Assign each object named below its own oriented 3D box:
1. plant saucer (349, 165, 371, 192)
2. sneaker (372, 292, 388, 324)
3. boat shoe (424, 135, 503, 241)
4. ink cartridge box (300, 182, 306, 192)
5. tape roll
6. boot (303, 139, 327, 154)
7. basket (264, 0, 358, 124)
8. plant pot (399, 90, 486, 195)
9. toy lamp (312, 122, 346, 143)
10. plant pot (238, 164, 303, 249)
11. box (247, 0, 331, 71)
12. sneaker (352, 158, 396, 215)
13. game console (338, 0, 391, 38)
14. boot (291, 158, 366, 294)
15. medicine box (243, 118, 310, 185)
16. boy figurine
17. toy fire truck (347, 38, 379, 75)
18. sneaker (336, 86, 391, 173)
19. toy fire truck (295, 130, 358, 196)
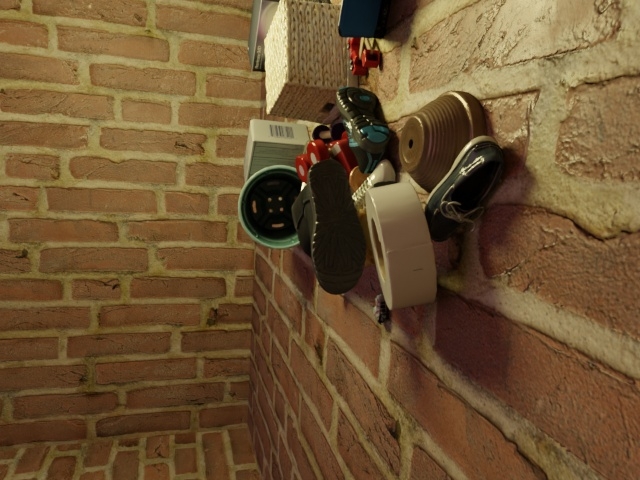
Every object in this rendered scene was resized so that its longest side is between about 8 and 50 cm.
[{"bbox_3d":[0.121,-0.177,1.481,0.013,0.083,0.084,7,97,52],"label":"plant saucer"},{"bbox_3d":[0.177,0.199,1.414,0.098,0.038,0.069,94,164,-46],"label":"sneaker"},{"bbox_3d":[0.280,-0.081,0.989,0.079,0.095,0.255,-90,22,-46],"label":"boat shoe"},{"bbox_3d":[-0.025,-0.134,1.854,0.134,0.077,0.231,53,-134,-66],"label":"ink cartridge box"},{"bbox_3d":[0.178,0.013,1.146,0.286,0.100,0.287,-10,-90,-90],"label":"tape roll"},{"bbox_3d":[-0.022,-0.316,2.067,0.208,0.075,0.190,-135,46,-58],"label":"boot"},{"bbox_3d":[-0.042,-0.621,1.794,0.328,0.266,0.332,159,109,-71],"label":"basket"},{"bbox_3d":[0.242,-0.204,1.086,0.237,0.109,0.238,-179,90,-74],"label":"plant pot"},{"bbox_3d":[0.030,-0.395,1.869,0.274,0.080,0.080,-151,63,-68],"label":"toy lamp"},{"bbox_3d":[-0.187,-0.149,2.199,0.334,0.340,0.342,-147,59,-79],"label":"plant pot"},{"bbox_3d":[-0.130,-0.845,2.045,0.296,0.293,0.183,107,157,-45],"label":"box"},{"bbox_3d":[0.143,-0.129,1.441,0.090,0.094,0.235,-105,24,-46],"label":"sneaker"},{"bbox_3d":[0.117,-0.738,1.420,0.250,0.173,0.293,-116,32,-56],"label":"game console"},{"bbox_3d":[0.000,-0.002,1.522,0.445,0.146,0.368,137,131,-73],"label":"boot"},{"bbox_3d":[-0.209,-0.394,2.338,0.289,0.263,0.149,111,154,-49],"label":"medicine box"},{"bbox_3d":[0.158,-0.019,1.387,0.177,0.092,0.285,58,149,36],"label":"boy figurine"},{"bbox_3d":[0.131,-0.592,1.571,0.135,0.047,0.192,120,146,-64],"label":"toy fire truck"},{"bbox_3d":[0.111,-0.340,1.501,0.140,0.124,0.341,100,166,-45],"label":"sneaker"},{"bbox_3d":[0.057,-0.202,1.652,0.254,0.169,0.302,68,158,3],"label":"toy fire truck"}]
